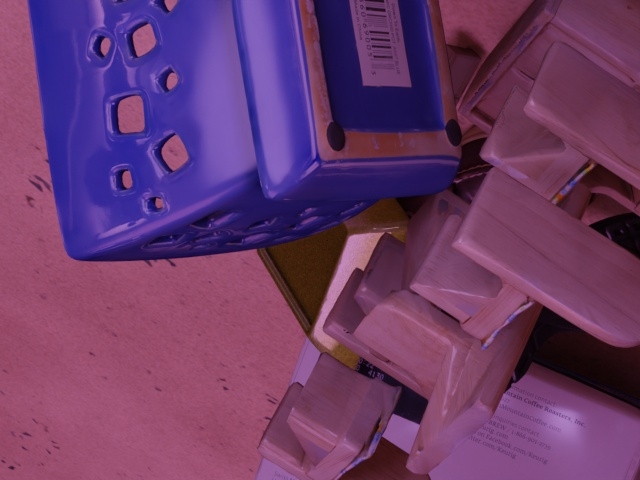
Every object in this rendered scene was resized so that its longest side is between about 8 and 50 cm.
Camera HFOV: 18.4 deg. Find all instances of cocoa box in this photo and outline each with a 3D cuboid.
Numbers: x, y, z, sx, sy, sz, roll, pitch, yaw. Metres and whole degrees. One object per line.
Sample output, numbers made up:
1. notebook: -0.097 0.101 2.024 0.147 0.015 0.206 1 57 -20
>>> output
1. cocoa box: 0.147 0.214 1.986 0.347 0.231 0.228 22 -177 16

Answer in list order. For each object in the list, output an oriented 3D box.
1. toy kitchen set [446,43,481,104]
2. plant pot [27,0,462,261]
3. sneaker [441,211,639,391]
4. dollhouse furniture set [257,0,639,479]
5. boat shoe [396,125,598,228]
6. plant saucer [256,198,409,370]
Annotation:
1. toy kitchen set: 0.103 -0.148 1.729 0.068 0.075 0.083 6 -149 -41
2. plant pot: -0.041 -0.118 1.356 0.212 0.236 0.236 -12 175 38
3. sneaker: 0.189 0.041 1.738 0.130 0.286 0.109 35 143 63
4. dollhouse furniture set: 0.195 0.020 1.494 0.256 0.394 0.362 33 143 -5
5. boat shoe: 0.123 -0.014 1.820 0.123 0.123 0.342 43 150 -22
6. plant saucer: 0.000 0.000 1.858 0.188 0.045 0.188 57 139 41
